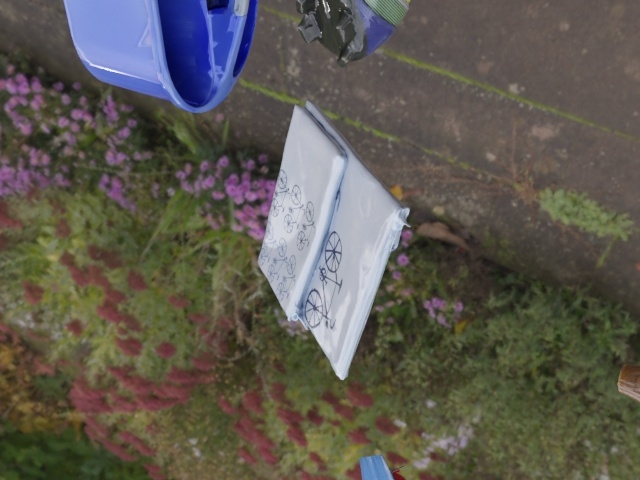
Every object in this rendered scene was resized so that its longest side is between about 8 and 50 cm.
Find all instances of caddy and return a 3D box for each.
[{"bbox_3d":[-0.163,-0.318,0.906,0.179,0.241,0.341,14,132,17],"label":"caddy"}]

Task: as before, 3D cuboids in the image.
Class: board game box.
[{"bbox_3d":[0.095,0.330,0.971,0.169,0.033,0.133,120,134,-70],"label":"board game box"}]

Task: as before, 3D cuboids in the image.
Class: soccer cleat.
[{"bbox_3d":[0.041,-0.252,0.602,0.093,0.121,0.289,39,162,10],"label":"soccer cleat"}]

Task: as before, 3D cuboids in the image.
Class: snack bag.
[{"bbox_3d":[0.000,0.000,1.199,0.342,0.037,0.323,55,137,46],"label":"snack bag"}]

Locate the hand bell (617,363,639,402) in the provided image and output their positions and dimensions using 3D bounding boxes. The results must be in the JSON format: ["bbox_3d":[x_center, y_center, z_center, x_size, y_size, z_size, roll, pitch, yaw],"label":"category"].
[{"bbox_3d":[0.292,0.110,0.438,0.242,0.126,0.126,11,145,39],"label":"hand bell"}]
